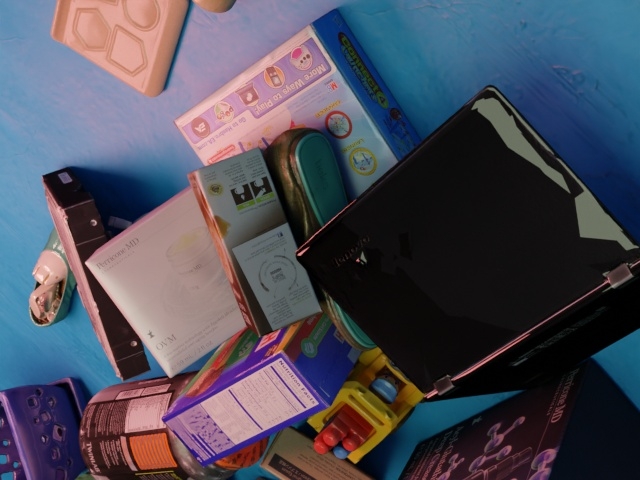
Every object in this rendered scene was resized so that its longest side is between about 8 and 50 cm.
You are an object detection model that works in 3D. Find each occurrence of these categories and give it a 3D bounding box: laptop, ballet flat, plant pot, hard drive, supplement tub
[{"bbox_3d":[0.260,0.030,1.239,0.382,0.408,0.236,-40,60,37],"label":"laptop"},{"bbox_3d":[0.000,0.000,1.347,0.124,0.116,0.342,1,119,52],"label":"ballet flat"},{"bbox_3d":[-0.604,0.418,1.939,0.236,0.212,0.236,-22,84,35],"label":"plant pot"},{"bbox_3d":[-0.517,0.079,1.796,0.083,0.087,0.247,30,127,12],"label":"ballet flat"},{"bbox_3d":[-0.403,0.057,1.653,0.237,0.064,0.338,37,145,59],"label":"hard drive"},{"bbox_3d":[-0.272,0.355,1.745,0.338,0.207,0.207,-13,110,34],"label":"supplement tub"}]

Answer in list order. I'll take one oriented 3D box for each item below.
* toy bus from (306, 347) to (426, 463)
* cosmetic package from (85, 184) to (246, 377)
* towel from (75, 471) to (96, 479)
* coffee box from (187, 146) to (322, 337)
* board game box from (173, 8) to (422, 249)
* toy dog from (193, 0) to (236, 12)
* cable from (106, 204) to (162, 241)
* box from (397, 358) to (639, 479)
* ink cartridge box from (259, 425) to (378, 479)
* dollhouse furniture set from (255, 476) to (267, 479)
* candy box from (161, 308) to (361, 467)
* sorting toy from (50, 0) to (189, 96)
[{"bbox_3d":[0.078,0.256,1.491,0.149,0.211,0.220,42,128,3],"label":"toy bus"},{"bbox_3d":[-0.205,0.051,1.456,0.224,0.138,0.224,-35,98,-1],"label":"cosmetic package"},{"bbox_3d":[-0.487,0.559,1.943,0.110,0.027,0.148,-25,62,38],"label":"towel"},{"bbox_3d":[-0.097,0.001,1.324,0.141,0.098,0.246,-172,60,-78],"label":"coffee box"},{"bbox_3d":[-0.019,-0.135,1.394,0.308,0.086,0.302,-26,103,37],"label":"board game box"},{"bbox_3d":[-0.213,-0.447,1.270,0.334,0.161,0.220,30,127,11],"label":"toy dog"},{"bbox_3d":[-0.235,0.059,1.628,0.257,0.089,0.257,3,119,27],"label":"cable"},{"bbox_3d":[0.291,0.409,1.406,0.212,0.293,0.395,49,128,-5],"label":"box"},{"bbox_3d":[0.007,0.409,1.615,0.193,0.088,0.234,29,170,11],"label":"ink cartridge box"},{"bbox_3d":[-0.103,0.578,1.847,0.374,0.152,0.201,13,125,43],"label":"dollhouse furniture set"},{"bbox_3d":[-0.071,0.196,1.500,0.317,0.268,0.122,-33,102,37],"label":"candy box"},{"bbox_3d":[-0.317,-0.353,1.469,0.208,0.038,0.193,30,128,5],"label":"sorting toy"}]
